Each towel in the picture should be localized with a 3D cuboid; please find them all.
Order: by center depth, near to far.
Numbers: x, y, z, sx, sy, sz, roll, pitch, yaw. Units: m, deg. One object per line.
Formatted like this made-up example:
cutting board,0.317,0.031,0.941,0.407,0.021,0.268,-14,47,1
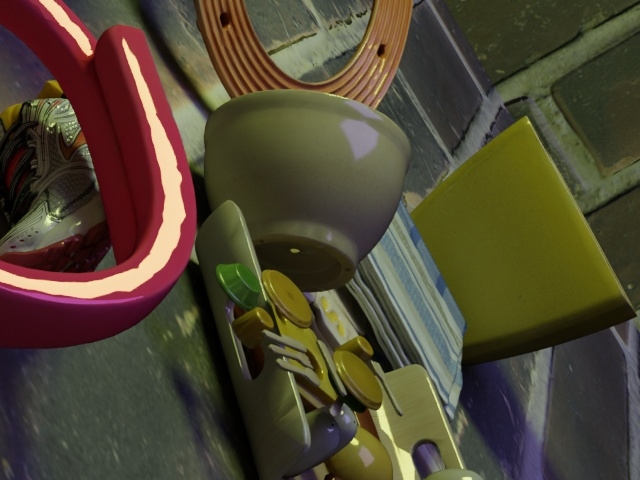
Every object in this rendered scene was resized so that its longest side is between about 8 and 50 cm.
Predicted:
towel,0.073,0.042,1.704,0.209,0.034,0.285,62,13,-9

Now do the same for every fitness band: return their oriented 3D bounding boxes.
fitness band,-0.172,-0.062,0.937,0.209,0.054,0.291,12,41,-33

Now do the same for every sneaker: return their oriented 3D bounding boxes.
sneaker,-0.156,-0.024,1.055,0.092,0.088,0.225,35,20,-10

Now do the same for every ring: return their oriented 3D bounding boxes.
ring,-0.017,-0.250,1.666,0.336,0.032,0.337,-3,94,-54

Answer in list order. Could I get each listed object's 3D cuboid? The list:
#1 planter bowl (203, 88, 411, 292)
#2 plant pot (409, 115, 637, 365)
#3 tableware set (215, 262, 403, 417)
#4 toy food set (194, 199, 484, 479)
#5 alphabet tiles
planter bowl,-0.016,-0.028,1.423,0.162,0.162,0.109,44,45,-49
plant pot,0.191,0.021,1.937,0.212,0.187,0.212,63,8,11
tableware set,-0.010,0.067,1.226,0.154,0.024,0.104,25,32,-51
toy food set,0.029,0.121,1.356,0.306,0.092,0.220,44,21,-49
alphabet tiles,0.000,0.000,1.635,0.278,0.021,0.284,54,18,-18
